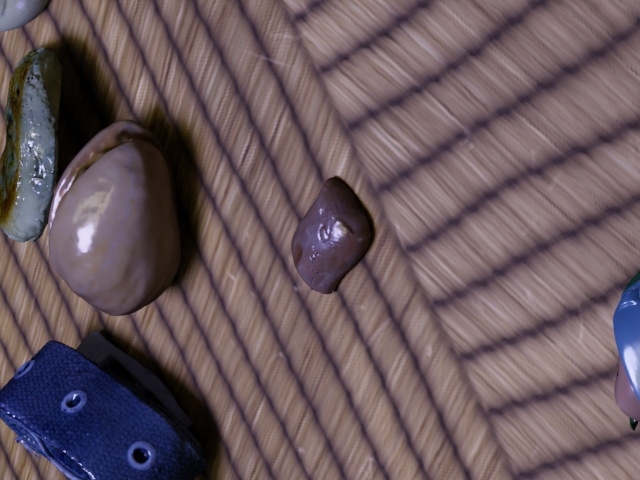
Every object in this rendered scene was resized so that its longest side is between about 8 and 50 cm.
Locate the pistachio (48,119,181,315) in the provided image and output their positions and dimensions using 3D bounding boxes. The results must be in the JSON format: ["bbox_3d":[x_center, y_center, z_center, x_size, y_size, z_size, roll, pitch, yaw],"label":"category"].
[{"bbox_3d":[-0.179,-0.017,1.585,0.124,0.124,0.185,38,126,31],"label":"pistachio"}]

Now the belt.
[{"bbox_3d":[-0.203,0.171,1.699,0.218,0.128,0.122,32,159,34],"label":"belt"}]

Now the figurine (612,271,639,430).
[{"bbox_3d":[0.251,0.101,1.158,0.178,0.114,0.144,49,140,9],"label":"figurine"}]

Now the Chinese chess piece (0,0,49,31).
[{"bbox_3d":[-0.305,-0.264,1.652,0.144,0.058,0.144,26,127,41],"label":"Chinese chess piece"}]

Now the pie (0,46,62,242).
[{"bbox_3d":[-0.270,-0.090,1.655,0.187,0.041,0.187,-176,90,-73],"label":"pie"}]

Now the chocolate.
[{"bbox_3d":[0.000,0.000,1.449,0.064,0.031,0.101,58,142,18],"label":"chocolate"}]
